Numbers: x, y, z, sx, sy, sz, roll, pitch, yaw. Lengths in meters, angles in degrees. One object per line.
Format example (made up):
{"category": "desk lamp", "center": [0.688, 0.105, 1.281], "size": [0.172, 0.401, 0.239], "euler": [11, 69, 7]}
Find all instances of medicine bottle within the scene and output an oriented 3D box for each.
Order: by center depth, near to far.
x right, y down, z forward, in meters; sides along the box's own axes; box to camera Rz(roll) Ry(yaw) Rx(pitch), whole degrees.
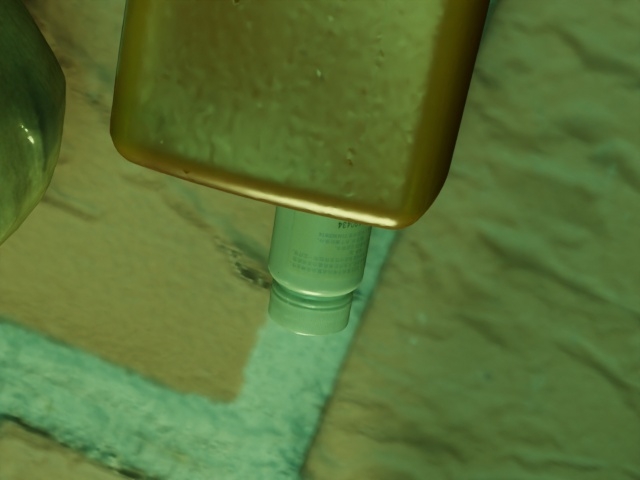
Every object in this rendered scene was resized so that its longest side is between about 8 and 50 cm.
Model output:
{"category": "medicine bottle", "center": [0.003, -0.132, 0.732], "size": [0.149, 0.112, 0.222], "euler": [15, 115, 5]}
{"category": "medicine bottle", "center": [0.000, 0.000, 0.825], "size": [0.047, 0.047, 0.083], "euler": [12, 115, 6]}

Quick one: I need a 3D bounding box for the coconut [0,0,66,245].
{"category": "coconut", "center": [-0.229, -0.068, 0.763], "size": [0.224, 0.224, 0.224], "euler": [4, 114, 10]}
